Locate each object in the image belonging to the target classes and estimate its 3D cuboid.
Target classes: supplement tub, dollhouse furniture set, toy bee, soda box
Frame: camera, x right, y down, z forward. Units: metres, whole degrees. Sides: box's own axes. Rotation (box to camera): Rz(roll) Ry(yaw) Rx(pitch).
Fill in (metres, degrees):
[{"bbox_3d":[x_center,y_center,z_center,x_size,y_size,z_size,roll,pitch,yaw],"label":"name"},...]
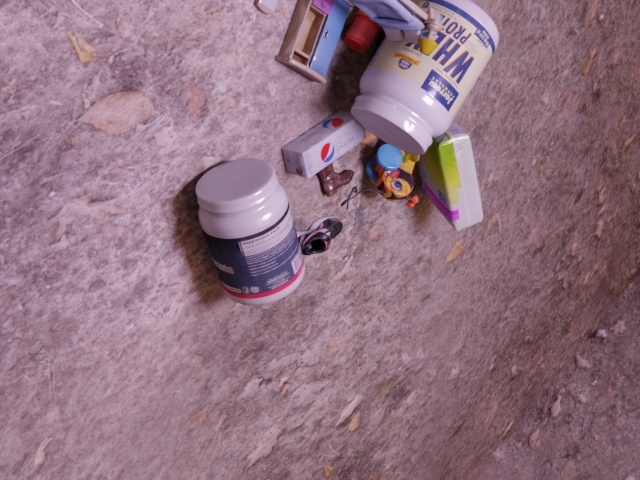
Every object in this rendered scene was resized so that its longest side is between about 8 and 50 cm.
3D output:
[{"bbox_3d":[-0.148,-0.016,1.688,0.191,0.191,0.272,-40,132,-32],"label":"supplement tub"},{"bbox_3d":[0.055,-0.444,1.652,0.286,0.303,0.198,18,91,-51],"label":"dollhouse furniture set"},{"bbox_3d":[0.191,-0.164,2.048,0.298,0.162,0.195,-56,-176,-4],"label":"toy bee"},{"bbox_3d":[0.011,-0.231,1.875,0.216,0.073,0.069,-37,131,-33],"label":"soda box"},{"bbox_3d":[0.235,-0.385,1.826,0.235,0.235,0.325,37,83,-50],"label":"supplement tub"}]

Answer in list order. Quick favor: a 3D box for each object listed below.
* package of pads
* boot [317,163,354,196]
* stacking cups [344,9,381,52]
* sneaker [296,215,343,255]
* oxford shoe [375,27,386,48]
[{"bbox_3d":[0.335,-0.207,2.147,0.101,0.229,0.297,-22,129,-5],"label":"package of pads"},{"bbox_3d":[0.033,-0.180,1.957,0.106,0.037,0.114,-47,131,-29],"label":"boot"},{"bbox_3d":[0.151,-0.596,1.883,0.316,0.096,0.096,-58,140,-7],"label":"stacking cups"},{"bbox_3d":[0.000,0.000,1.961,0.178,0.077,0.072,-32,129,-39],"label":"sneaker"},{"bbox_3d":[0.177,-0.420,1.972,0.082,0.096,0.227,-6,112,-50],"label":"oxford shoe"}]
